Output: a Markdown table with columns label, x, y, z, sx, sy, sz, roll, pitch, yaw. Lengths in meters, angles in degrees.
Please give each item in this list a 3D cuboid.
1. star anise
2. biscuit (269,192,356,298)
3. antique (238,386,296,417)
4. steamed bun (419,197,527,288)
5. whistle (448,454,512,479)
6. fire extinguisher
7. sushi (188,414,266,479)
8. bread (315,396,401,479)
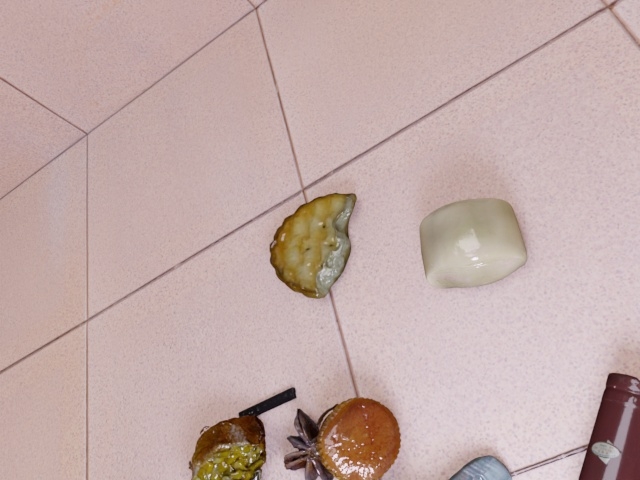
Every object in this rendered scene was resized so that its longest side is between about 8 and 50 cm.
| label | x | y | z | sx | sy | sz | roll | pitch | yaw |
| --- | --- | --- | --- | --- | --- | --- | --- | --- | --- |
| star anise | -0.006 | 0.514 | 1.541 | 0.236 | 0.093 | 0.229 | -40 | 55 | 16 |
| biscuit | 0.000 | 0.000 | 1.814 | 0.335 | 0.078 | 0.329 | -45 | 46 | 7 |
| antique | -0.148 | 0.456 | 1.713 | 0.192 | 0.015 | 0.031 | -30 | 53 | 20 |
| steamed bun | 0.357 | 0.007 | 1.500 | 0.250 | 0.154 | 0.200 | -20 | 56 | 29 |
| whistle | 0.253 | 0.580 | 1.277 | 0.348 | 0.189 | 0.189 | -44 | 49 | -6 |
| fire extinguisher | 0.556 | 0.426 | 1.157 | 0.114 | 0.135 | 0.338 | 19 | 79 | 11 |
| sushi | -0.236 | 0.578 | 1.628 | 0.296 | 0.167 | 0.179 | -33 | 29 | 8 |
| bread | 0.090 | 0.462 | 1.428 | 0.199 | 0.104 | 0.199 | 2 | 70 | -5 |
